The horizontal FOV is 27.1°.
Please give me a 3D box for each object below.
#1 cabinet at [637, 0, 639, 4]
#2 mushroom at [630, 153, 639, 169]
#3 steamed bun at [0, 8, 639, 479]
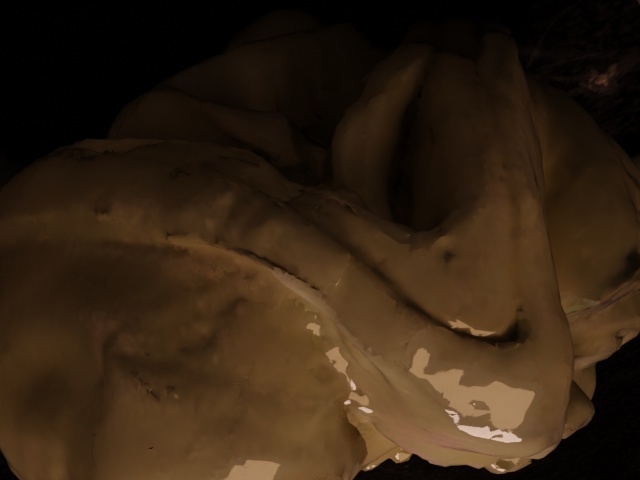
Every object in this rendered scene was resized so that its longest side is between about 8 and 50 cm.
[{"bbox_3d":[0.312,-0.166,0.741,0.206,0.145,0.150,-17,153,-12],"label":"cabinet"},{"bbox_3d":[0.362,-0.067,1.026,0.329,0.122,0.159,-29,-171,13],"label":"mushroom"},{"bbox_3d":[0.000,0.000,0.690,0.352,0.247,0.339,-8,-177,14],"label":"steamed bun"}]
